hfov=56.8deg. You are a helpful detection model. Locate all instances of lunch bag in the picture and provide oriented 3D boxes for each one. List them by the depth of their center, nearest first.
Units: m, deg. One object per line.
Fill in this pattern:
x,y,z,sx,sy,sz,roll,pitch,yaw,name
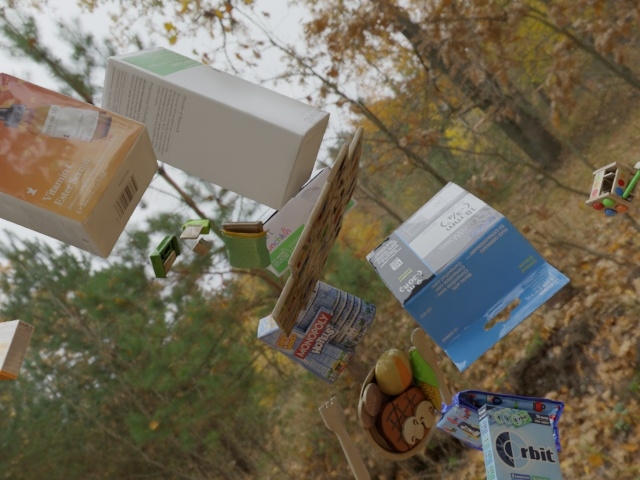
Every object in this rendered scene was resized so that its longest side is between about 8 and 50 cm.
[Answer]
0.452,0.475,1.564,0.221,0.293,0.138,95,-168,-58,lunch bag

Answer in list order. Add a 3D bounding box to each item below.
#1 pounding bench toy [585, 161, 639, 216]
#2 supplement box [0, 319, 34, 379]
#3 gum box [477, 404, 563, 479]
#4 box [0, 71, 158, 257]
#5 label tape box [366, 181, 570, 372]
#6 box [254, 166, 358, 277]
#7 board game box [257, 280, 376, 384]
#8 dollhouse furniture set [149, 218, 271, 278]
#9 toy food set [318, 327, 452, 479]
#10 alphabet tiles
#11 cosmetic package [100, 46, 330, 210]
0.449,-0.077,0.886,0.083,0.052,0.065,139,153,-72,pounding bench toy
-0.552,0.194,1.044,0.062,0.098,0.036,-10,-33,27,supplement box
0.420,0.448,1.241,0.041,0.157,0.184,114,164,-48,gum box
-0.284,-0.079,0.633,0.091,0.171,0.130,103,-172,-66,box
0.249,0.047,1.092,0.241,0.106,0.333,-42,25,5,label tape box
-0.065,-0.051,1.475,0.262,0.127,0.231,-43,11,-8,box
-0.017,0.179,1.196,0.194,0.194,0.060,-59,16,28,board game box
-0.147,0.017,0.801,0.058,0.152,0.076,-76,-17,-57,dollhouse furniture set
0.098,0.200,0.722,0.192,0.132,0.038,-31,8,-36,toy food set
0.000,0.000,0.876,0.342,0.011,0.285,87,-154,-74,alphabet tiles
-0.189,-0.212,1.088,0.197,0.366,0.155,-60,-10,-63,cosmetic package
